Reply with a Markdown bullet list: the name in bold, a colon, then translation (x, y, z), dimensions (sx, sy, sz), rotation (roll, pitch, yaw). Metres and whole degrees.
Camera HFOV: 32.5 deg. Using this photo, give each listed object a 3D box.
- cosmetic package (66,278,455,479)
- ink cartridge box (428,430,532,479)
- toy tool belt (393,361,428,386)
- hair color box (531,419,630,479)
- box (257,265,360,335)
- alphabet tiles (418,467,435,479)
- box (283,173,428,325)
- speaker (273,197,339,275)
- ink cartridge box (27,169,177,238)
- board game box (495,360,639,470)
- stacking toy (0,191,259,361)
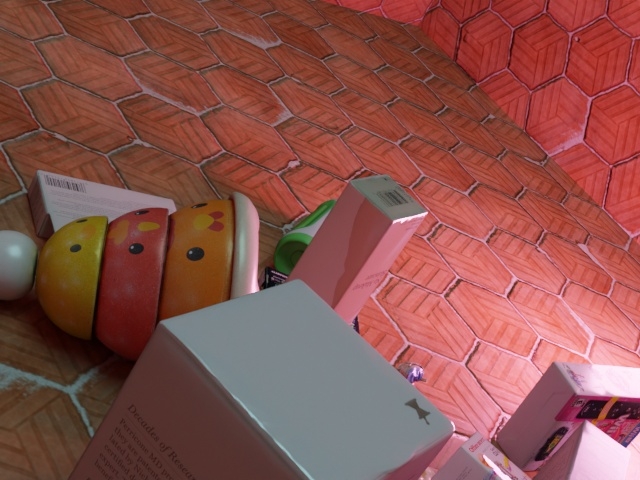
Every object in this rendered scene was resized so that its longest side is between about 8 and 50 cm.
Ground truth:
- **cosmetic package**: translation (-0.097, 0.323, 1.508), dimensions (0.327, 0.393, 0.329), rotation (43, 28, 20)
- **ink cartridge box**: translation (0.286, 0.446, 1.917), dimensions (0.176, 0.127, 0.128), rotation (40, 16, 14)
- **toy tool belt**: translation (0.180, 0.277, 2.251), dimensions (0.083, 0.052, 0.051), rotation (-1, 34, -46)
- **hair color box**: translation (0.450, 0.503, 2.010), dimensions (0.113, 0.185, 0.374), rotation (37, 27, 7)
- **box**: translation (-0.025, 0.156, 2.235), dimensions (0.220, 0.051, 0.175), rotation (24, 29, -17)
- **alphabet tiles**: translation (0.153, 0.437, 1.937), dimensions (0.284, 0.021, 0.278), rotation (41, 18, 15)
- **box**: translation (0.055, 0.032, 2.124), dimensions (0.121, 0.311, 0.148), rotation (44, 30, 20)
- **speaker**: translation (0.000, 0.000, 2.436), dimensions (0.131, 0.131, 0.296), rotation (35, 27, 6)
- **ink cartridge box**: translation (-0.394, -0.009, 2.105), dimensions (0.296, 0.066, 0.261), rotation (12, 33, -33)
- **board game box**: translation (0.545, 0.370, 2.290), dimensions (0.303, 0.224, 0.097), rotation (7, 35, -39)
- **stacking toy**: translation (-0.353, 0.070, 1.844), dimensions (0.480, 0.350, 0.350), rotation (6, 33, -11)
